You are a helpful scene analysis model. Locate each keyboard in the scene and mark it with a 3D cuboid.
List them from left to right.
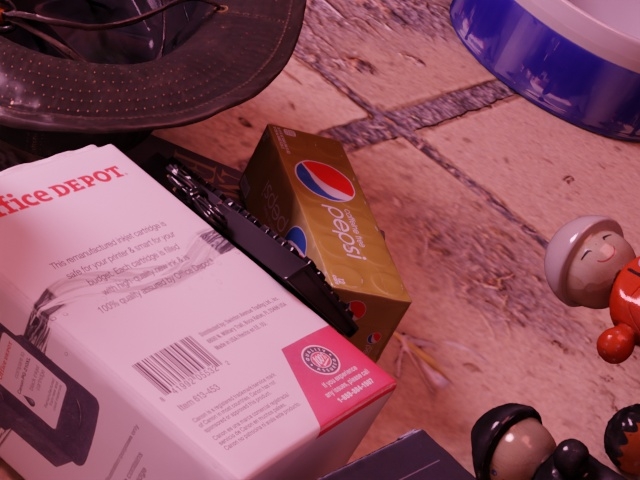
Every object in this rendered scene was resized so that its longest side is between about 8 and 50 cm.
[{"bbox_3d":[-0.051,-0.008,1.056,0.180,0.023,0.108,35,-7,47],"label":"keyboard"}]

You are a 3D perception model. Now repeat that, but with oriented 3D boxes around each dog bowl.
[{"bbox_3d":[0.266,-0.216,1.694,0.265,0.104,0.265,21,30,-13],"label":"dog bowl"}]

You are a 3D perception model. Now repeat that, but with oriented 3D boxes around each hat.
[{"bbox_3d":[-0.163,-0.146,1.184,0.331,0.134,0.331,5,46,-5],"label":"hat"}]

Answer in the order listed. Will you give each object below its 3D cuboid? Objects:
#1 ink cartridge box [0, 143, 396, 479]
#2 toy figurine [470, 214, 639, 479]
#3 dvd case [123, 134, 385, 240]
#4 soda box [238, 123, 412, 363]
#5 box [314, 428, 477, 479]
[{"bbox_3d":[-0.105,0.064,0.950,0.237,0.100,0.172,39,30,17],"label":"ink cartridge box"},{"bbox_3d":[0.217,0.093,1.076,0.210,0.213,0.148,-1,24,-45],"label":"toy figurine"},{"bbox_3d":[-0.059,-0.001,1.175,0.221,0.018,0.164,23,30,-10],"label":"dvd case"},{"bbox_3d":[0.000,0.000,1.144,0.061,0.058,0.181,12,35,-27],"label":"soda box"},{"bbox_3d":[0.057,0.214,0.848,0.207,0.108,0.153,42,33,24],"label":"box"}]
